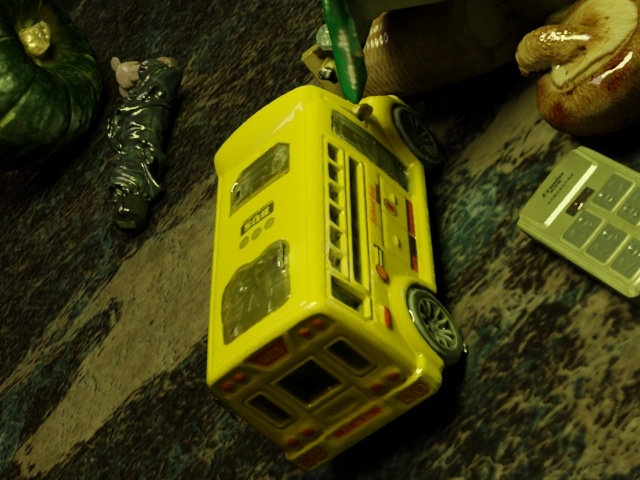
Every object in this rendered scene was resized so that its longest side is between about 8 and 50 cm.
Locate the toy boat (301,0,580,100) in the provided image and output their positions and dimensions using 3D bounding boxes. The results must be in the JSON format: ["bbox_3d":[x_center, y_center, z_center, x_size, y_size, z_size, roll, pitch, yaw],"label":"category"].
[{"bbox_3d":[0.093,-0.169,1.186,0.310,0.089,0.115,-13,29,47],"label":"toy boat"}]

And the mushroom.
[{"bbox_3d":[0.200,-0.131,1.013,0.127,0.087,0.127,-38,32,29],"label":"mushroom"}]

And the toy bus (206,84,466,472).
[{"bbox_3d":[0.000,0.000,1.077,0.144,0.152,0.330,-37,31,26],"label":"toy bus"}]

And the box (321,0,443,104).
[{"bbox_3d":[0.078,-0.304,1.093,0.106,0.264,0.336,5,44,16],"label":"box"}]

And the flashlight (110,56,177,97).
[{"bbox_3d":[-0.210,-0.203,1.734,0.110,0.052,0.031,-5,16,44],"label":"flashlight"}]

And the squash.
[{"bbox_3d":[-0.384,-0.208,1.759,0.165,0.252,0.252,-26,36,26],"label":"squash"}]

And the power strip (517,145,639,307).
[{"bbox_3d":[0.189,-0.014,0.955,0.076,0.028,0.169,-51,29,0],"label":"power strip"}]

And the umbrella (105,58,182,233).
[{"bbox_3d":[-0.200,-0.100,1.566,0.080,0.071,0.224,118,161,-47],"label":"umbrella"}]
